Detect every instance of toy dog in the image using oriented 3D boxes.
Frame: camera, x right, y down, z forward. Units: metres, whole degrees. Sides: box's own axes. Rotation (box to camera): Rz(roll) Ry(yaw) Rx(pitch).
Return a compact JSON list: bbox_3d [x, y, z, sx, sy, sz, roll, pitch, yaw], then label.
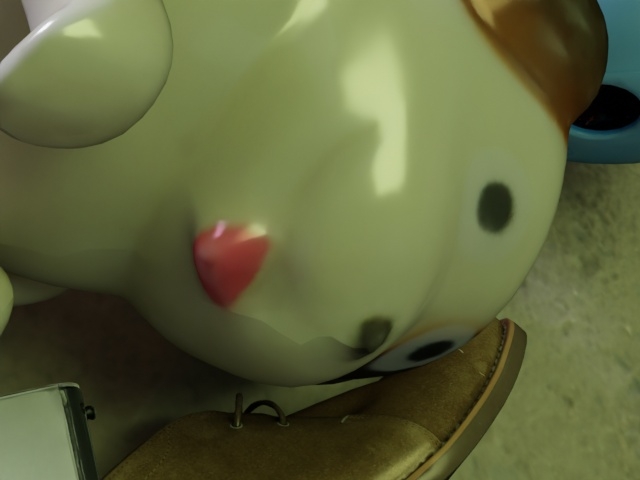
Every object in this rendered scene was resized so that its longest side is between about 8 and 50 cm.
[{"bbox_3d":[-0.092,-0.088,0.638,0.408,0.284,0.395,34,20,1],"label":"toy dog"}]

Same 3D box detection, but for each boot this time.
[{"bbox_3d":[-0.011,0.103,0.714,0.115,0.112,0.305,45,50,7],"label":"boot"}]

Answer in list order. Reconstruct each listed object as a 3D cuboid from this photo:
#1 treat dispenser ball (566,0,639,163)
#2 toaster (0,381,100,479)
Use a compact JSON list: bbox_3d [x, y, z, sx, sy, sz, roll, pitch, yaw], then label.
[{"bbox_3d":[0.163,-0.187,0.861,0.288,0.288,0.288,16,58,-28],"label":"treat dispenser ball"},{"bbox_3d":[-0.139,0.162,0.549,0.110,0.168,0.186,-4,70,-31],"label":"toaster"}]
